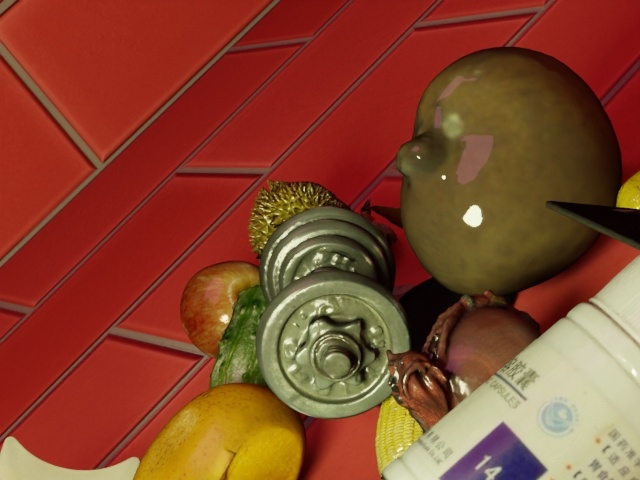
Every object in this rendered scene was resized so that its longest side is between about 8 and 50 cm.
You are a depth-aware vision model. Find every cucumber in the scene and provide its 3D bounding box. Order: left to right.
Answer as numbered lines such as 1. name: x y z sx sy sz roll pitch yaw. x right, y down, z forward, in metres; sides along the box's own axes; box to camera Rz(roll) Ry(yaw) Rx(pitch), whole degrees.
1. cucumber: -0.087 0.177 2.238 0.134 0.134 0.244 -21 30 39

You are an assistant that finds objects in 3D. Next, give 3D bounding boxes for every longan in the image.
1. longan: 0.208 -0.077 2.008 0.243 0.300 0.300 -13 32 53

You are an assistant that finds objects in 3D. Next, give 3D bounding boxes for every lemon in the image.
1. lemon: 0.384 -0.045 1.974 0.111 0.082 0.082 -32 21 17

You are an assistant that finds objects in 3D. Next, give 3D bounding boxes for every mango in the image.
1. mango: -0.137 0.297 2.036 0.191 0.160 0.290 0 52 50

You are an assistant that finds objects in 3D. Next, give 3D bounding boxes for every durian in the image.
1. durian: 0.000 0.000 2.419 0.237 0.193 0.138 2 68 66

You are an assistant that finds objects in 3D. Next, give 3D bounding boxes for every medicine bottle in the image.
1. medicine bottle: 0.239 0.179 1.588 0.332 0.190 0.190 -40 21 -3

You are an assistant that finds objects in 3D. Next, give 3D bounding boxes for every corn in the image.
1. corn: 0.101 0.209 1.941 0.085 0.063 0.165 -23 26 18

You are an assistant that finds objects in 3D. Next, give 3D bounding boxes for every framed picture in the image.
1. framed picture: 0.396 0.004 1.705 0.324 0.244 0.013 -146 63 -69

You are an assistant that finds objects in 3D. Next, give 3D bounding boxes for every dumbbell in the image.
1. dumbbell: 0.012 0.079 2.068 0.179 0.179 0.406 -36 14 8

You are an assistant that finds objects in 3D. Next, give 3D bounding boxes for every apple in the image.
1. apple: -0.122 0.098 2.427 0.131 0.146 0.146 -33 18 47

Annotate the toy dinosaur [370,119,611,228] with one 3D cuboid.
1. toy dinosaur: 0.244 -0.071 2.218 0.206 0.113 0.327 -48 24 -24

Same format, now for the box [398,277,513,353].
1. box: 0.147 0.099 2.120 0.201 0.042 0.212 -24 24 34

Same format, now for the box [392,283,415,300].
1. box: 0.089 0.090 2.276 0.046 0.012 0.083 -10 36 54

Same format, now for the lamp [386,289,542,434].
1. lamp: 0.161 0.168 1.808 0.223 0.215 0.151 -21 0 -20

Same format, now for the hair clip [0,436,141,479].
1. hair clip: -0.324 0.392 2.068 0.113 0.172 0.282 -121 42 -84
